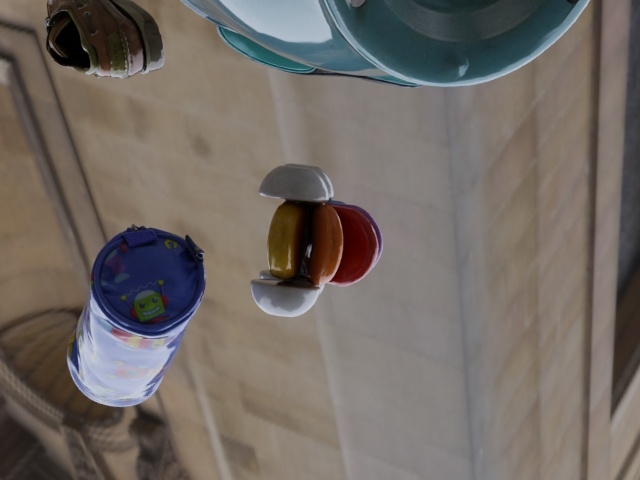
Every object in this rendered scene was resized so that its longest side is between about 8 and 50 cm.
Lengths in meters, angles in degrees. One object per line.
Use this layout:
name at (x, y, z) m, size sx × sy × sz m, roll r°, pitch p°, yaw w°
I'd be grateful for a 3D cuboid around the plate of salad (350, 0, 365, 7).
plate of salad at (0.118, -0.321, 1.796) m, size 0.200 × 0.200 × 0.048 m, roll -39°, pitch -157°, yaw -27°

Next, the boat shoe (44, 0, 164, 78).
boat shoe at (-0.320, -0.289, 1.723) m, size 0.104 × 0.111 × 0.307 m, roll -19°, pitch -155°, yaw -26°

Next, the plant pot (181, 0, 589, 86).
plant pot at (0.039, -0.216, 0.772) m, size 0.271 × 0.272 × 0.255 m, roll -23°, pitch -148°, yaw -13°

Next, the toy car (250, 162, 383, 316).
toy car at (0.000, 0.000, 1.401) m, size 0.136 × 0.159 × 0.182 m, roll 5°, pitch -175°, yaw 4°

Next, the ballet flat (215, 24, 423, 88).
ballet flat at (0.010, -0.181, 1.140) m, size 0.203 × 0.074 × 0.074 m, roll 12°, pitch -133°, yaw 3°

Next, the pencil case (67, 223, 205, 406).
pencil case at (-0.210, 0.087, 1.427) m, size 0.119 × 0.306 × 0.133 m, roll -4°, pitch -112°, yaw -18°
